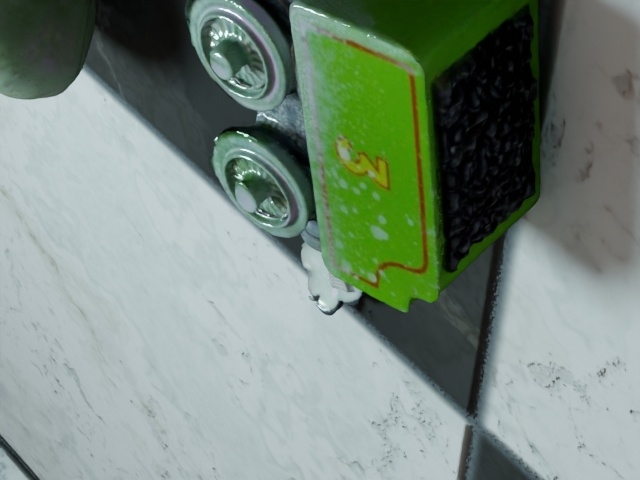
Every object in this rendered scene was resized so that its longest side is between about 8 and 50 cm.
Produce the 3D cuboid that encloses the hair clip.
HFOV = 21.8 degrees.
[{"bbox_3d":[0.001,0.000,1.569,0.116,0.049,0.172,15,136,60],"label":"hair clip"}]

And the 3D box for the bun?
[{"bbox_3d":[-0.312,-0.285,1.615,0.293,0.187,0.293,43,-167,-12],"label":"bun"}]

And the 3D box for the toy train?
[{"bbox_3d":[0.041,-0.104,1.248,0.249,0.173,0.307,27,143,31],"label":"toy train"}]
